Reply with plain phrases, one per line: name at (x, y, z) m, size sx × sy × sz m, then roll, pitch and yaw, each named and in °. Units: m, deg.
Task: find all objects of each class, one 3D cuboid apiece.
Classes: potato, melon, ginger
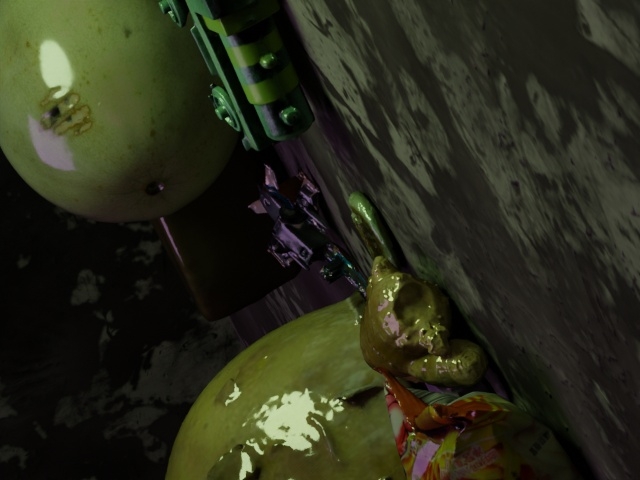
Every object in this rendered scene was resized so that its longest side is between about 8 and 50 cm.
potato at (0.017, 0.312, 1.717) m, size 0.442 × 0.319 × 0.385 m, roll 58°, pitch -179°, yaw 13°
melon at (-0.218, -0.171, 1.772) m, size 0.268 × 0.268 × 0.330 m, roll 72°, pitch 174°, yaw -56°
ginger at (0.070, 0.075, 1.481) m, size 0.115 × 0.081 × 0.205 m, roll 30°, pitch 171°, yaw -15°

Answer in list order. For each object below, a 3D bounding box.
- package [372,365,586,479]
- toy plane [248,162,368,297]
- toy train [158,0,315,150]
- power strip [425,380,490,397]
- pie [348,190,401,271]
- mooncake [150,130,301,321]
package at (0.158, 0.215, 1.347) m, size 0.288 × 0.108 × 0.223 m, roll 53°, pitch 168°, yaw -9°
toy plane at (-0.009, 0.004, 1.815) m, size 0.188 × 0.062 × 0.135 m, roll 55°, pitch 145°, yaw 23°
toy train at (-0.066, -0.167, 1.486) m, size 0.200 × 0.083 × 0.132 m, roll 63°, pitch 169°, yaw -23°
power strip at (0.170, 0.227, 1.546) m, size 0.279 × 0.037 × 0.109 m, roll 63°, pitch 173°, yaw -15°
pie at (0.048, -0.006, 1.558) m, size 0.085 × 0.017 × 0.085 m, roll 59°, pitch 172°, yaw 14°
mooncake at (-0.132, -0.056, 2.053) m, size 0.284 × 0.155 × 0.284 m, roll 60°, pitch 175°, yaw 9°
